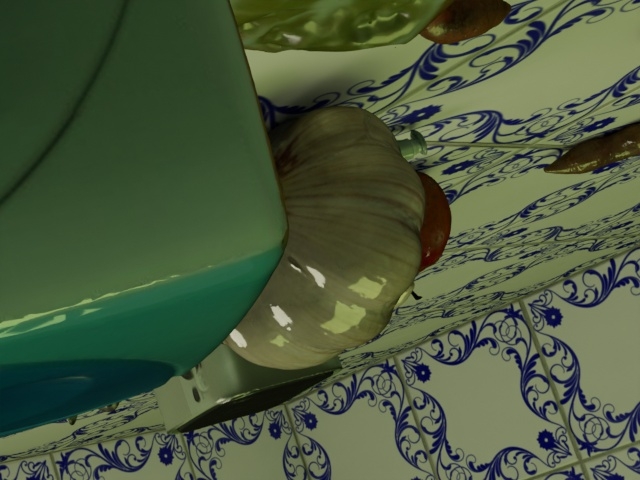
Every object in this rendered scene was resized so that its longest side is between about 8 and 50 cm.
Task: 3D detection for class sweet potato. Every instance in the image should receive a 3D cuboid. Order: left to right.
[{"bbox_3d":[0.126,-0.229,1.338,0.055,0.058,0.202,-2,-177,43],"label":"sweet potato"},{"bbox_3d":[0.478,-0.151,2.212,0.218,0.051,0.065,-19,171,5],"label":"sweet potato"}]

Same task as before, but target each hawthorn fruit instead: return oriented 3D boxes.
[{"bbox_3d":[0.126,-0.003,1.998,0.157,0.194,0.157,-7,168,-2],"label":"hawthorn fruit"}]

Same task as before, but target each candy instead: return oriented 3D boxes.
[{"bbox_3d":[0.013,-0.231,1.023,0.260,0.118,0.260,-16,166,-4],"label":"candy"}]

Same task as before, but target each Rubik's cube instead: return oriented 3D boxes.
[{"bbox_3d":[-0.251,-0.058,0.829,0.351,0.347,0.352,-14,167,-21],"label":"Rubik's cube"}]

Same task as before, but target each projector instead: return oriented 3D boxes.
[{"bbox_3d":[-0.143,0.146,2.102,0.248,0.249,0.248,-10,165,-38],"label":"projector"}]

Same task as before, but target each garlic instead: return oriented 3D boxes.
[{"bbox_3d":[-0.011,-0.007,1.551,0.322,0.322,0.241,-24,164,22],"label":"garlic"}]

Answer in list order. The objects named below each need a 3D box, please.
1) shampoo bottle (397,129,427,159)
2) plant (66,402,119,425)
[{"bbox_3d":[0.044,-0.102,1.759,0.204,0.065,0.065,-17,167,-10],"label":"shampoo bottle"},{"bbox_3d":[-0.292,0.069,1.505,0.149,0.274,0.146,-29,158,36],"label":"plant"}]
